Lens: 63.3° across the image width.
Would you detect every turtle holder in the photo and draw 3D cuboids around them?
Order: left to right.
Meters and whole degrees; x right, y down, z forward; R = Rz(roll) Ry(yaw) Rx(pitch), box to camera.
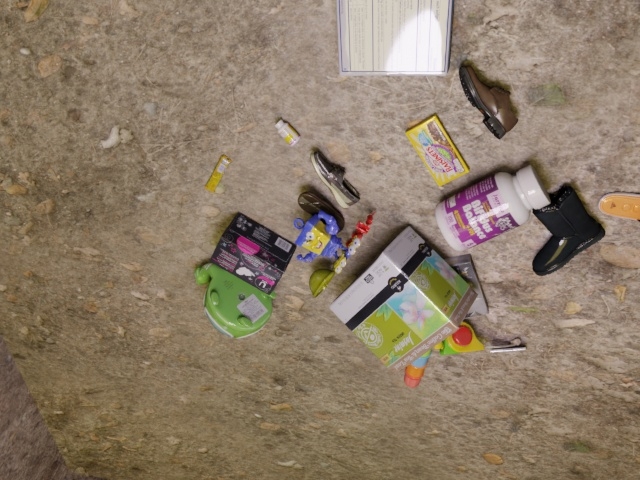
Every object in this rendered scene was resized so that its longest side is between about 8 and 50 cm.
[{"bbox_3d":[-0.346,0.233,1.949,0.320,0.244,0.227,23,143,-12],"label":"turtle holder"}]

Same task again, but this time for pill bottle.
[{"bbox_3d":[-0.105,-0.338,1.625,0.043,0.043,0.083,-35,108,31],"label":"pill bottle"},{"bbox_3d":[0.508,-0.098,1.540,0.301,0.169,0.169,-29,111,29],"label":"pill bottle"}]

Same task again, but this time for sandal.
[{"bbox_3d":[0.004,-0.099,1.736,0.089,0.060,0.219,-31,129,28],"label":"sandal"},{"bbox_3d":[0.945,-0.079,1.490,0.264,0.076,0.102,4,124,13],"label":"sandal"}]

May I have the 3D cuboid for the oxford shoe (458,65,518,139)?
[{"bbox_3d":[0.462,-0.396,1.424,0.096,0.083,0.227,-39,107,12],"label":"oxford shoe"}]

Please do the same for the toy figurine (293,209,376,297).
[{"bbox_3d":[0.000,0.000,1.736,0.217,0.191,0.363,33,131,-1],"label":"toy figurine"}]

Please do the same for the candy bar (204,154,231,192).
[{"bbox_3d":[-0.352,-0.226,1.782,0.040,0.018,0.161,30,125,-10],"label":"candy bar"}]

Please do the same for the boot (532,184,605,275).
[{"bbox_3d":[0.701,-0.030,1.575,0.207,0.094,0.246,41,117,-17],"label":"boot"}]

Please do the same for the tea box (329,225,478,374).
[{"bbox_3d":[0.268,0.199,1.705,0.323,0.220,0.329,44,130,6],"label":"tea box"}]

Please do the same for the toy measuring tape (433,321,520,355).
[{"bbox_3d":[0.548,0.337,1.851,0.329,0.121,0.122,-5,124,-10],"label":"toy measuring tape"}]

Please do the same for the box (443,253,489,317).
[{"bbox_3d":[0.461,0.170,1.796,0.182,0.056,0.231,-14,118,24],"label":"box"}]

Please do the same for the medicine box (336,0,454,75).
[{"bbox_3d":[0.192,-0.572,1.328,0.288,0.149,0.264,4,123,12],"label":"medicine box"}]

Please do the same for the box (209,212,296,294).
[{"bbox_3d":[-0.237,0.047,1.841,0.247,0.163,0.142,31,128,-5],"label":"box"}]

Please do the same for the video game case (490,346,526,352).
[{"bbox_3d":[0.679,0.396,1.877,0.121,0.087,0.011,-9,75,20],"label":"video game case"}]

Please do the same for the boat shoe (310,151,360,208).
[{"bbox_3d":[0.050,-0.201,1.657,0.073,0.080,0.224,-25,118,22],"label":"boat shoe"}]

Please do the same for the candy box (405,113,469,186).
[{"bbox_3d":[0.351,-0.268,1.558,0.105,0.027,0.206,-26,112,31],"label":"candy box"}]

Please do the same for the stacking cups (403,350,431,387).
[{"bbox_3d":[0.383,0.438,1.977,0.095,0.096,0.317,9,127,9],"label":"stacking cups"}]
